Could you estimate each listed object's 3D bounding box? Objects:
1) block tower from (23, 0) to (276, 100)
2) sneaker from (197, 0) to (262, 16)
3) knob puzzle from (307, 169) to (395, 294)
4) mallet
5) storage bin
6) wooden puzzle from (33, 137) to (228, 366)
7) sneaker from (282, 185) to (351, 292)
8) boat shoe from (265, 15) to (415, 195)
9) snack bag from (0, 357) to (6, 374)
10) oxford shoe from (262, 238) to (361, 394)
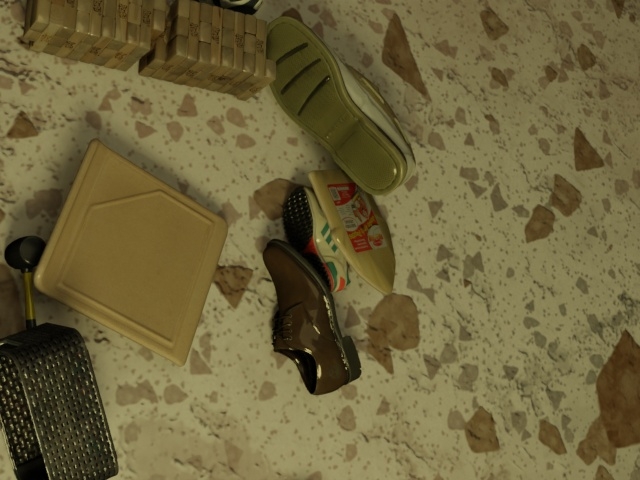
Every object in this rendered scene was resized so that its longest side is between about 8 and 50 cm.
[{"bbox_3d":[-0.227,-0.278,1.452,0.336,0.091,0.097,11,72,-30],"label":"block tower"},{"bbox_3d":[-0.166,-0.397,1.486,0.235,0.153,0.094,37,59,-18],"label":"sneaker"},{"bbox_3d":[0.051,-0.009,1.549,0.213,0.030,0.213,45,30,-36],"label":"knob puzzle"},{"bbox_3d":[-0.355,0.088,1.308,0.039,0.062,0.189,-3,93,-34],"label":"mallet"},{"bbox_3d":[-0.309,0.194,1.228,0.084,0.122,0.180,-21,103,-34],"label":"storage bin"},{"bbox_3d":[-0.237,0.018,1.374,0.239,0.044,0.221,36,54,-31],"label":"wooden puzzle"},{"bbox_3d":[0.000,0.000,1.546,0.075,0.057,0.161,-8,79,-51],"label":"sneaker"},{"bbox_3d":[0.027,-0.200,1.589,0.302,0.113,0.103,55,28,1],"label":"boat shoe"},{"bbox_3d":[-0.551,0.121,1.171,0.342,0.037,0.323,-39,98,-34],"label":"snack bag"},{"bbox_3d":[-0.030,0.107,1.474,0.096,0.083,0.227,-26,90,-30],"label":"oxford shoe"}]
